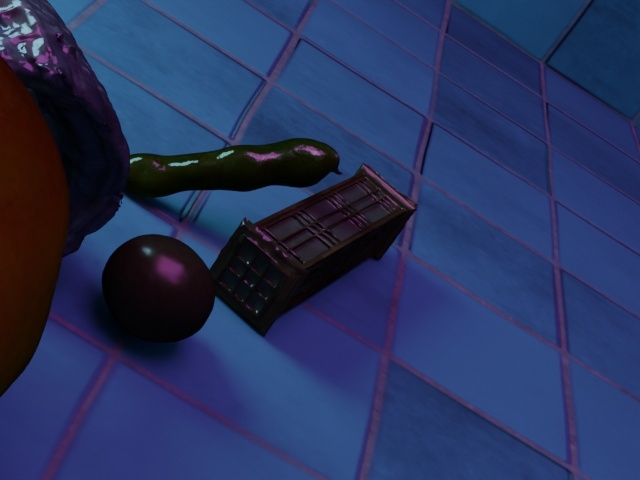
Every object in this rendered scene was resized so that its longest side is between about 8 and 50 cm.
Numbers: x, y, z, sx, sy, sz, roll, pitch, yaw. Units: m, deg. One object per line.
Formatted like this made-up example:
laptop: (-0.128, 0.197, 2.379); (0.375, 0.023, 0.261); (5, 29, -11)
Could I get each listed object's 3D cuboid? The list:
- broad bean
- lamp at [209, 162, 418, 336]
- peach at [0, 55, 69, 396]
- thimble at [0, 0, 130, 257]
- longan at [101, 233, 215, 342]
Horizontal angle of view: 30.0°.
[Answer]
broad bean: (-0.102, -0.075, 1.259); (0.256, 0.052, 0.053); (-4, 30, -7)
lamp: (0.000, 0.000, 1.303); (0.090, 0.089, 0.325); (40, 27, 10)
peach: (-0.313, 0.004, 0.718); (0.308, 0.308, 0.332); (38, 43, 5)
thimble: (-0.269, -0.098, 0.983); (0.205, 0.236, 0.172); (-18, 50, -30)
longan: (-0.142, 0.042, 1.061); (0.113, 0.092, 0.113); (26, 5, -3)
